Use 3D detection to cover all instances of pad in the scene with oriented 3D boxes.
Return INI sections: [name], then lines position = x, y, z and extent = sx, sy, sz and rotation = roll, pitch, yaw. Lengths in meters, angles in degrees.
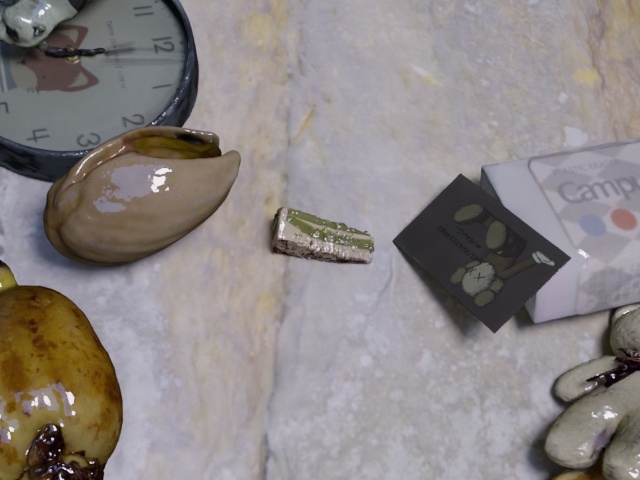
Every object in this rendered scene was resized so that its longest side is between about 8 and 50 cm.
[pad]
position = 0.193, 0.010, 0.901
extent = 0.127, 0.004, 0.190
rotation = -45, 54, 0

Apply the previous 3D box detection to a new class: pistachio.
[pistachio]
position = -0.202, -0.054, 0.845
extent = 0.237, 0.153, 0.138
rotation = -33, 59, -18

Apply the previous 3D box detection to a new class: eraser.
[eraser]
position = 0.423, -0.032, 0.971
extent = 0.396, 0.082, 0.213
rotation = -10, 56, -14

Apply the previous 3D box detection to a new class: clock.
[clock]
position = -0.318, -0.233, 0.931
extent = 0.324, 0.067, 0.325
rotation = 3, 69, -9

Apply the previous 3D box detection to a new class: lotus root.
[lotus root]
position = -0.301, 0.150, 0.755
extent = 0.169, 0.141, 0.314
rotation = -18, 65, -19

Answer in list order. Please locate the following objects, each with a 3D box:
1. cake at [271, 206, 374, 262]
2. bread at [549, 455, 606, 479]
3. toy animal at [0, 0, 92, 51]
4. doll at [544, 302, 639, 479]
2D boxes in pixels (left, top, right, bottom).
[cake]
position = 0.000, 0.000, 0.927
extent = 0.139, 0.055, 0.051
rotation = 16, 65, -23
[bread]
position = 0.319, 0.376, 0.807
extent = 0.210, 0.099, 0.235
rotation = -26, 76, -18
[toy animal]
position = -0.322, -0.329, 0.886
extent = 0.121, 0.094, 0.225
rotation = 35, 66, -5
[doll]
position = 0.382, 0.169, 0.849
extent = 0.175, 0.149, 0.278
rotation = 35, 56, 24
